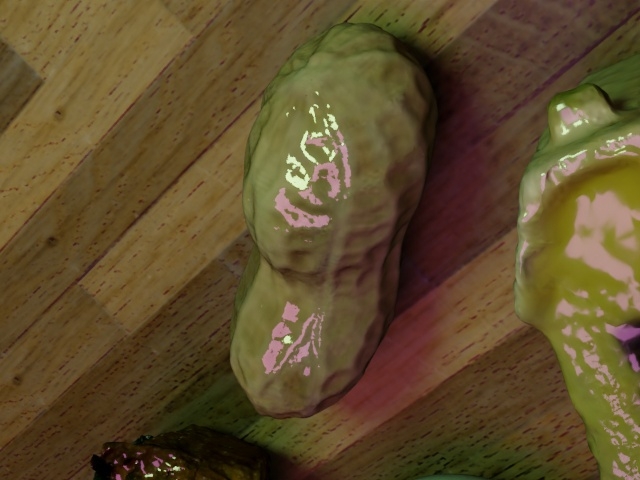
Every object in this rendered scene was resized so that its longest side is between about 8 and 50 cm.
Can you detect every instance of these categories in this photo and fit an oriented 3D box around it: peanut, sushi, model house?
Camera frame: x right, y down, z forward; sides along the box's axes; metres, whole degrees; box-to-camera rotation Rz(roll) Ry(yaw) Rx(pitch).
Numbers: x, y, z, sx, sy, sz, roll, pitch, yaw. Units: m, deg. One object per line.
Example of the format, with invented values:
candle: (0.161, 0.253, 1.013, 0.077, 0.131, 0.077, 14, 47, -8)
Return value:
peanut: (0.000, 0.000, 0.810, 0.120, 0.136, 0.298, 31, 129, 30)
sushi: (-0.104, 0.230, 0.981, 0.140, 0.149, 0.287, -8, 144, -2)
model house: (0.212, -0.001, 0.689, 0.175, 0.193, 0.234, -15, 107, 29)

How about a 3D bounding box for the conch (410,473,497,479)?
conch: (0.104, 0.258, 0.914, 0.221, 0.121, 0.185, -16, 113, 37)
